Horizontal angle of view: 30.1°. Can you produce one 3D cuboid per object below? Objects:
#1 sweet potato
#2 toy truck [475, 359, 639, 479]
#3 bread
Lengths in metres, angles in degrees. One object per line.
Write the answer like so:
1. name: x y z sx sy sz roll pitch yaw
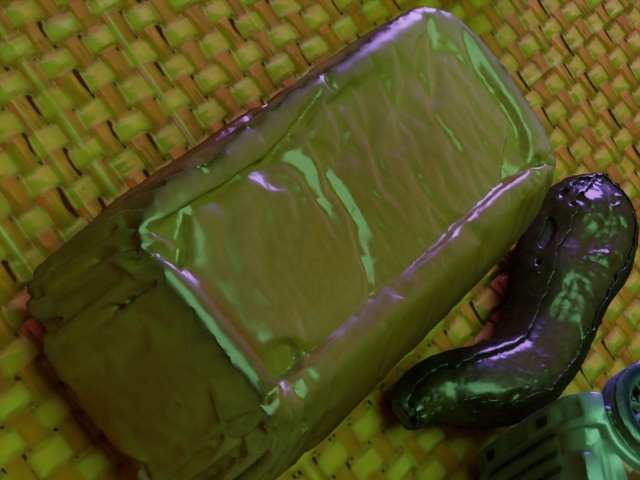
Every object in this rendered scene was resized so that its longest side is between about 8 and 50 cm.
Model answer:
1. sweet potato: 0.125 0.046 0.704 0.081 0.062 0.233 41 56 2
2. toy truck: 0.225 0.182 0.637 0.338 0.133 0.185 10 59 -18
3. bread: 0.000 0.000 0.592 0.153 0.119 0.288 53 50 -3
